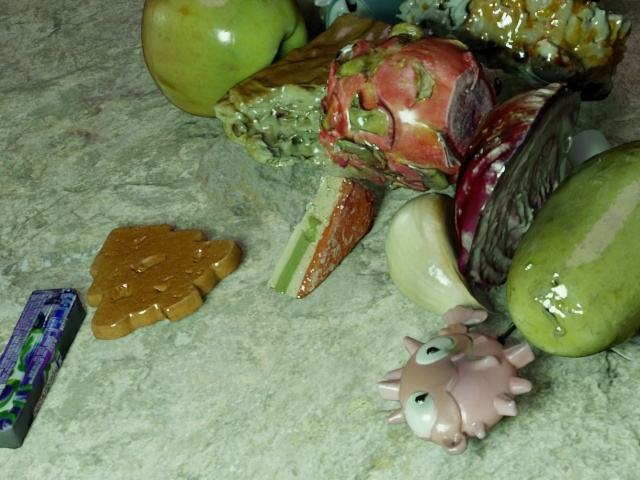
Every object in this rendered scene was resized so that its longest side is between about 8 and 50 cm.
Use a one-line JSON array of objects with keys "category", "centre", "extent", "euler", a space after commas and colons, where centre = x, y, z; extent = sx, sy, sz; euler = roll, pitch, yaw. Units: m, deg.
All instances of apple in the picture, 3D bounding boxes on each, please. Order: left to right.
[{"category": "apple", "centre": [-0.180, -0.409, 2.237], "extent": [0.305, 0.338, 0.338], "euler": [17, 47, 31]}]

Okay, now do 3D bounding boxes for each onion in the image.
[{"category": "onion", "centre": [0.258, -0.089, 1.628], "extent": [0.146, 0.314, 0.280], "euler": [31, 44, 27]}]

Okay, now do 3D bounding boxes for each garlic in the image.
[{"category": "garlic", "centre": [0.182, 0.023, 1.718], "extent": [0.164, 0.145, 0.245], "euler": [12, 37, -14]}]

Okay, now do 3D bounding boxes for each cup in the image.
[{"category": "cup", "centre": [0.125, -0.454, 2.320], "extent": [0.173, 0.167, 0.300], "euler": [-29, 53, -32]}]

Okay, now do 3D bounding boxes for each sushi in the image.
[{"category": "sushi", "centre": [0.337, -0.376, 1.952], "extent": [0.417, 0.175, 0.417], "euler": [22, 13, -5]}]

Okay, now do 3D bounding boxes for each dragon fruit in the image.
[{"category": "dragon fruit", "centre": [0.123, -0.212, 1.774], "extent": [0.291, 0.250, 0.269], "euler": [12, 71, 41]}]

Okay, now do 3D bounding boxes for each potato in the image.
[{"category": "potato", "centre": [0.393, 0.013, 1.548], "extent": [0.359, 0.219, 0.270], "euler": [-42, 2, -17]}]

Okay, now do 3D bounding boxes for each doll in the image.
[{"category": "doll", "centre": [0.184, 0.184, 1.514], "extent": [0.211, 0.093, 0.262], "euler": [-6, 40, 24]}]

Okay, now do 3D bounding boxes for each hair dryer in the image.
[{"category": "hair dryer", "centre": [0.533, -0.131, 1.832], "extent": [0.236, 0.073, 0.131], "euler": [-9, 38, -5]}]

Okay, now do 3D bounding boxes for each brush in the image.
[{"category": "brush", "centre": [0.262, 0.139, 1.615], "extent": [0.024, 0.008, 0.083], "euler": [20, 50, 43]}]

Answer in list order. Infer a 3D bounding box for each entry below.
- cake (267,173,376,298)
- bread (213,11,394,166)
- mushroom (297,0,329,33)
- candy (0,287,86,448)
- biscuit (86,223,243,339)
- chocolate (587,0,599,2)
[{"category": "cake", "centre": [0.012, 0.005, 1.861], "extent": [0.086, 0.117, 0.220], "euler": [17, 80, 40]}, {"category": "bread", "centre": [0.029, -0.242, 2.054], "extent": [0.370, 0.191, 0.314], "euler": [-35, 40, -17]}, {"category": "mushroom", "centre": [-0.071, -0.517, 2.458], "extent": [0.254, 0.195, 0.189], "euler": [-29, 28, 48]}, {"category": "candy", "centre": [-0.461, 0.198, 1.772], "extent": [0.088, 0.061, 0.312], "euler": [-3, 39, 15]}, {"category": "biscuit", "centre": [-0.287, 0.052, 1.911], "extent": [0.284, 0.043, 0.306], "euler": [-30, 36, -16]}, {"category": "chocolate", "centre": [0.469, -0.619, 2.268], "extent": [0.331, 0.383, 0.384], "euler": [31, 56, 31]}]
